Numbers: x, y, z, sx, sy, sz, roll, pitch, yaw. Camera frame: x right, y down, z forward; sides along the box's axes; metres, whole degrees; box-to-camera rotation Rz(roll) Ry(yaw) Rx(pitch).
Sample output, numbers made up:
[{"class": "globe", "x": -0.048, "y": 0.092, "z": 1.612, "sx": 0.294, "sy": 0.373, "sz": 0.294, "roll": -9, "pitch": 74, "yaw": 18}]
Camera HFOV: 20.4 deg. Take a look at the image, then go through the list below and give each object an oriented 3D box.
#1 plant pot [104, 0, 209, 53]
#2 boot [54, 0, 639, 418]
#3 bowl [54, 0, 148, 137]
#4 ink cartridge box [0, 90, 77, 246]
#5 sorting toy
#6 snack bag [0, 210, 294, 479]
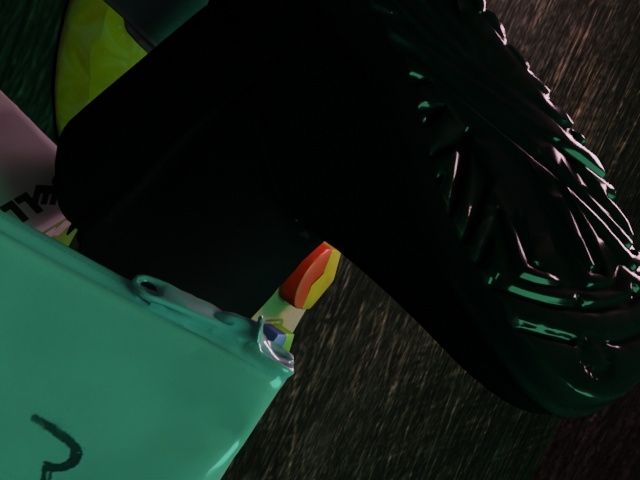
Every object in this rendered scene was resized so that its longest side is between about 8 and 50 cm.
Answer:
[{"class": "plant pot", "x": -0.040, "y": -0.223, "z": 0.777, "sx": 0.252, "sy": 0.248, "sz": 0.247, "roll": -44, "pitch": 158, "yaw": 1}, {"class": "boot", "x": 0.000, "y": 0.000, "z": 0.704, "sx": 0.094, "sy": 0.246, "sz": 0.207, "roll": -7, "pitch": 151, "yaw": -44}, {"class": "bowl", "x": -0.007, "y": -0.120, "z": 1.065, "sx": 0.289, "sy": 0.156, "sz": 0.289, "roll": -46, "pitch": 153, "yaw": -31}, {"class": "ink cartridge box", "x": -0.168, "y": 0.041, "z": 0.760, "sx": 0.189, "sy": 0.255, "sz": 0.097, "roll": -36, "pitch": 166, "yaw": -46}, {"class": "sorting toy", "x": -0.048, "y": 0.053, "z": 1.340, "sx": 0.208, "sy": 0.038, "sz": 0.193, "roll": -65, "pitch": 157, "yaw": 9}, {"class": "snack bag", "x": -0.227, "y": 0.104, "z": 0.659, "sx": 0.342, "sy": 0.323, "sz": 0.037, "roll": -60, "pitch": -170, "yaw": 9}]
